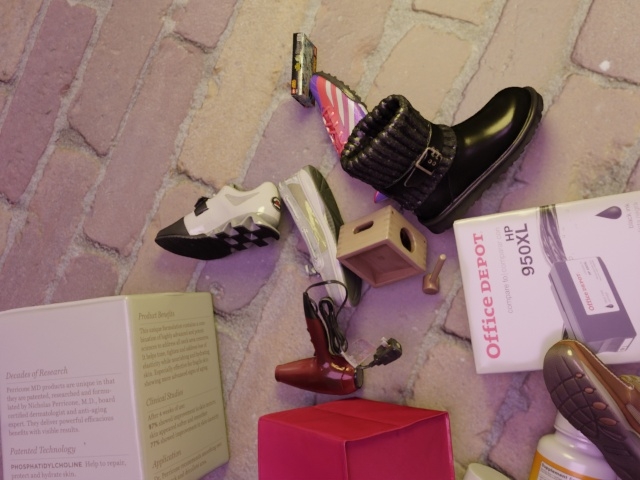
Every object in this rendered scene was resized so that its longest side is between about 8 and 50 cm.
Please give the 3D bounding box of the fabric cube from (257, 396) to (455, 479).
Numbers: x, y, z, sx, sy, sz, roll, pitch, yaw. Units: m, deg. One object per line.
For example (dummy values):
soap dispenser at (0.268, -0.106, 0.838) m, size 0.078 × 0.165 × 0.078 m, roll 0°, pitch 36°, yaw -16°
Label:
fabric cube at (0.063, 0.441, 1.068) m, size 0.258 × 0.259 × 0.254 m, roll -8°, pitch 83°, yaw 52°

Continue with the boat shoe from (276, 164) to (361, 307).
boat shoe at (-0.002, -0.001, 1.247) m, size 0.103 × 0.118 × 0.321 m, roll -26°, pitch 75°, yaw 21°

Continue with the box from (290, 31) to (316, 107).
box at (-0.036, -0.370, 1.289) m, size 0.027 × 0.094 × 0.137 m, roll 1°, pitch 86°, yaw 18°

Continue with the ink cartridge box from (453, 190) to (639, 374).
ink cartridge box at (0.458, 0.077, 1.061) m, size 0.394 × 0.166 × 0.286 m, roll -9°, pitch 84°, yaw 17°

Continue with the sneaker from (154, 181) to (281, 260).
sneaker at (-0.225, -0.048, 1.327) m, size 0.330 × 0.122 × 0.146 m, roll -10°, pitch 59°, yaw 26°

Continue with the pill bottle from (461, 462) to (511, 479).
pill bottle at (0.281, 0.547, 1.105) m, size 0.131 × 0.131 × 0.229 m, roll 24°, pitch 94°, yaw 18°

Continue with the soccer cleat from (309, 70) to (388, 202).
soccer cleat at (0.065, -0.221, 1.235) m, size 0.116 × 0.108 × 0.318 m, roll -40°, pitch 79°, yaw -2°

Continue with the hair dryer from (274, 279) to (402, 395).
hair dryer at (0.010, 0.218, 1.216) m, size 0.223 × 0.080 × 0.293 m, roll 45°, pitch 119°, yaw 2°

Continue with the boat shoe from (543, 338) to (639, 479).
boat shoe at (0.482, 0.272, 0.957) m, size 0.116 × 0.123 × 0.324 m, roll -45°, pitch 104°, yaw -23°

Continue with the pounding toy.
pounding toy at (0.168, 0.023, 1.174) m, size 0.181 × 0.206 × 0.094 m, roll -23°, pitch 43°, yaw 37°

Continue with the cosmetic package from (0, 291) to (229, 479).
cosmetic package at (-0.423, 0.322, 1.245) m, size 0.327 × 0.329 × 0.394 m, roll -9°, pitch 83°, yaw 18°

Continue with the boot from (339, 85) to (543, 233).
boot at (0.228, -0.203, 1.099) m, size 0.260 × 0.131 × 0.348 m, roll 37°, pitch 95°, yaw -23°

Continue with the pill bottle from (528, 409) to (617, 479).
pill bottle at (0.447, 0.434, 1.057) m, size 0.136 × 0.136 × 0.246 m, roll 15°, pitch 91°, yaw 18°
